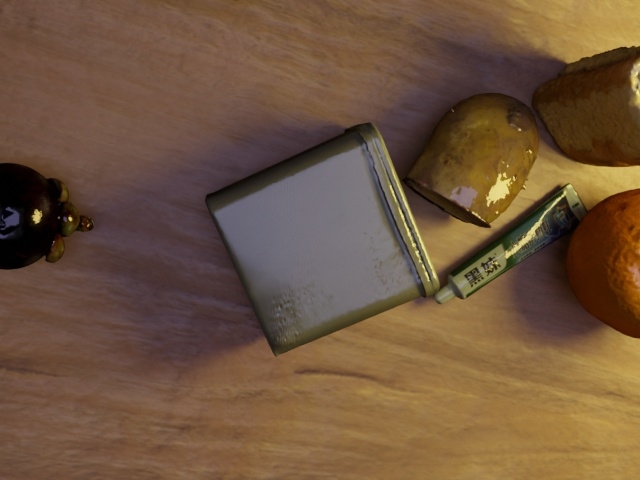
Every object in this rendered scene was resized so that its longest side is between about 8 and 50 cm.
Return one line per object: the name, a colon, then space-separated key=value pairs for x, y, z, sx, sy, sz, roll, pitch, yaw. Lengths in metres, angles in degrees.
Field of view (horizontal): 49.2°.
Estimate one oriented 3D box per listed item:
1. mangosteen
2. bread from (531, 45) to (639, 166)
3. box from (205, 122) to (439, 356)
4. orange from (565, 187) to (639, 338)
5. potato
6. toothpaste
mangosteen: x=-0.531 y=-0.042 z=1.261 sx=0.230 sy=0.194 sz=0.194 roll=2 pitch=97 yaw=-40
bread: x=0.581 y=-0.241 z=1.324 sx=0.165 sy=0.375 sz=0.236 roll=-39 pitch=98 yaw=-2
box: x=0.000 y=0.000 z=1.356 sx=0.343 sy=0.177 sz=0.352 roll=-24 pitch=101 yaw=-3
orange: x=0.660 y=0.046 z=1.414 sx=0.312 sy=0.312 sz=0.312 roll=-1 pitch=97 yaw=-10
potato: x=0.316 y=-0.171 z=1.379 sx=0.229 sy=0.229 sz=0.266 roll=30 pitch=87 yaw=-12
toothpaste: x=0.403 y=0.021 z=1.482 sx=0.392 sy=0.061 sz=0.099 roll=-33 pitch=99 yaw=-6
